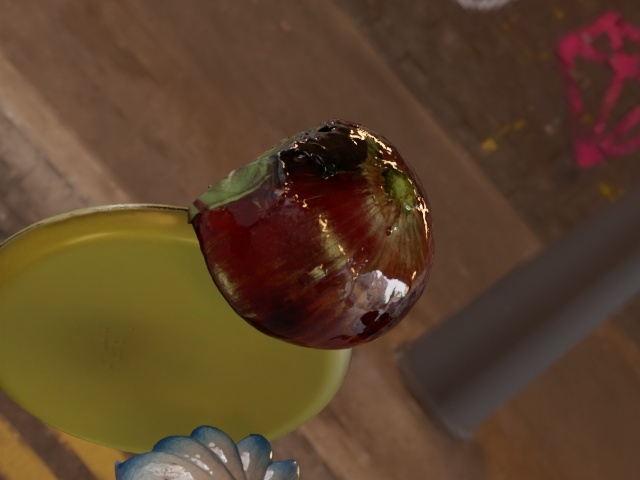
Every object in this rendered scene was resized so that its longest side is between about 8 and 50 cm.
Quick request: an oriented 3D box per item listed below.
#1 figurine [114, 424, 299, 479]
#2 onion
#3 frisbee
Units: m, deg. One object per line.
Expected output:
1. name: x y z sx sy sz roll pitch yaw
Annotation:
1. figurine: -0.074 0.150 0.971 0.114 0.114 0.079 60 10 28
2. onion: 0.000 0.000 0.824 0.118 0.118 0.117 50 50 1
3. frisbee: -0.096 0.062 1.033 0.236 0.236 0.017 38 39 -33
